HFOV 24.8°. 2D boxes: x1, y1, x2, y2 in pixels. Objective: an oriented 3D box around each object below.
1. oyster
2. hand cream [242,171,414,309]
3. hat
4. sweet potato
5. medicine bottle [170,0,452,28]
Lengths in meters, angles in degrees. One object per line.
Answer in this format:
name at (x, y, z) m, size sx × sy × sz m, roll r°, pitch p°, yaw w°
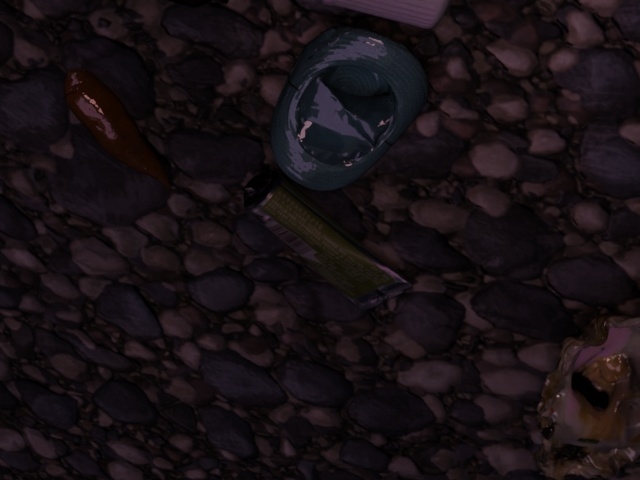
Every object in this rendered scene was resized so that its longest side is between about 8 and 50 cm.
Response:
oyster at (0.345, 0.153, 1.641) m, size 0.201 × 0.107 × 0.354 m, roll 23°, pitch 128°, yaw -27°
hand cream at (0.000, 0.000, 1.680) m, size 0.235 × 0.055 × 0.086 m, roll 39°, pitch 138°, yaw -25°
hat at (0.026, -0.146, 1.507) m, size 0.138 × 0.078 × 0.191 m, roll 29°, pitch 118°, yaw -16°
sweet potato at (-0.229, -0.120, 1.659) m, size 0.056 × 0.056 × 0.195 m, roll -14°, pitch 128°, yaw 34°
medicine bottle at (-0.062, -0.306, 1.281) m, size 0.395 × 0.242 × 0.242 m, roll 19°, pitch 137°, yaw -6°
